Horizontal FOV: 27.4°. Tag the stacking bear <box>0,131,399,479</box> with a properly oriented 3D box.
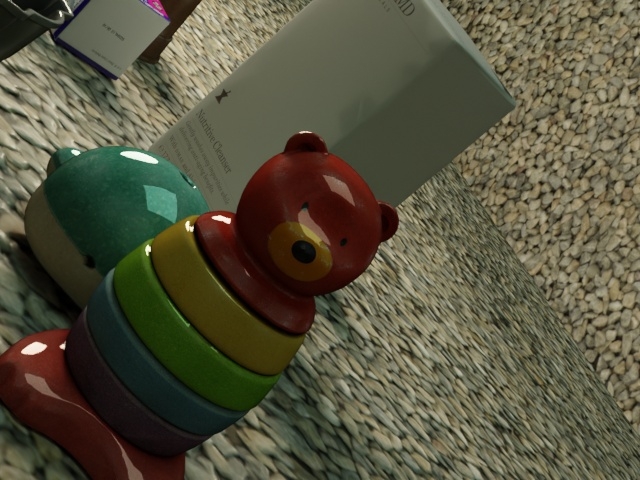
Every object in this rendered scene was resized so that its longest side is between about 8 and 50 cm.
[{"bbox_3d":[-0.075,0.048,0.991,0.175,0.289,0.164,46,14,-7],"label":"stacking bear"}]

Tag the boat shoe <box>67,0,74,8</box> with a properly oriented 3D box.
[{"bbox_3d":[-0.397,-0.372,1.533,0.102,0.108,0.301,31,-12,40],"label":"boat shoe"}]

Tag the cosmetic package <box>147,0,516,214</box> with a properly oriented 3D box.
[{"bbox_3d":[0.007,-0.130,1.520,0.156,0.385,0.217,32,20,-47],"label":"cosmetic package"}]

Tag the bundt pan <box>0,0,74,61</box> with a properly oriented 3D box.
[{"bbox_3d":[-0.402,-0.293,1.274,0.331,0.124,0.331,45,14,-15],"label":"bundt pan"}]

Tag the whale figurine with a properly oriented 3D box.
[{"bbox_3d":[-0.159,-0.016,1.222,0.216,0.141,0.272,47,13,0],"label":"whale figurine"}]

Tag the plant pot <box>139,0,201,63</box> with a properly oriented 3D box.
[{"bbox_3d":[-0.240,-0.372,1.897,0.167,0.165,0.167,44,15,-15],"label":"plant pot"}]

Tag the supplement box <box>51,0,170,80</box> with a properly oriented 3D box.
[{"bbox_3d":[-0.299,-0.331,1.723,0.111,0.114,0.220,33,19,-44],"label":"supplement box"}]
